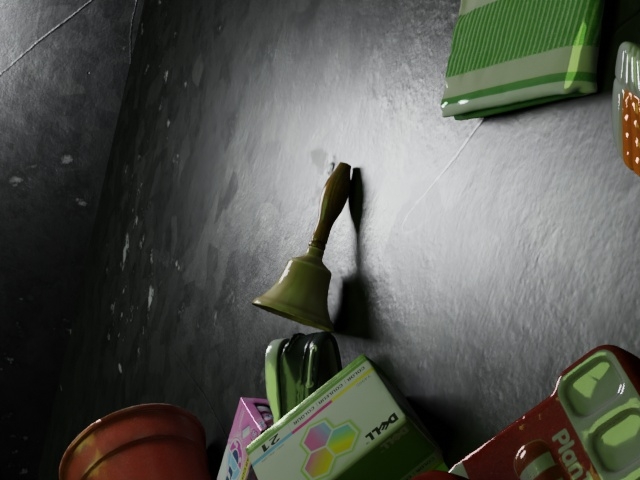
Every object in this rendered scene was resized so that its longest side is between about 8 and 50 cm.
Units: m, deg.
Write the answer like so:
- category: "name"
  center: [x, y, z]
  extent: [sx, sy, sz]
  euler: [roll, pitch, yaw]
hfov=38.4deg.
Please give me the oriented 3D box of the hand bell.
- category: "hand bell"
  center: [0.000, 0.000, 1.339]
  extent: [0.126, 0.126, 0.242]
  euler: [0, 68, 65]

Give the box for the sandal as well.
- category: "sandal"
  center: [0.304, -0.082, 0.720]
  extent: [0.265, 0.076, 0.102]
  euler: [-104, 9, -61]

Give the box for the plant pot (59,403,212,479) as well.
- category: "plant pot"
  center: [-0.286, 0.471, 1.580]
  extent: [0.265, 0.272, 0.272]
  euler: [54, 130, 47]

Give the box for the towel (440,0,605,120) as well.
- category: "towel"
  center: [0.233, -0.302, 1.004]
  extent: [0.248, 0.038, 0.325]
  euler: [0, 79, 63]

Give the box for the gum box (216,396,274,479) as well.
- category: "gum box"
  center: [-0.104, 0.347, 1.441]
  extent: [0.107, 0.062, 0.188]
  euler: [42, 119, 61]

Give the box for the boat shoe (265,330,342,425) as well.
- category: "boat shoe"
  center: [-0.004, 0.270, 1.209]
  extent: [0.091, 0.114, 0.302]
  euler: [-15, 80, 27]

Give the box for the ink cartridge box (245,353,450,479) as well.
- category: "ink cartridge box"
  center: [0.047, 0.275, 1.013]
  extent: [0.189, 0.097, 0.255]
  euler: [-39, 33, 1]

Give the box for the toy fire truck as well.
- category: "toy fire truck"
  center: [0.210, 0.260, 0.722]
  extent: [0.254, 0.169, 0.302]
  euler: [-45, 40, 23]
